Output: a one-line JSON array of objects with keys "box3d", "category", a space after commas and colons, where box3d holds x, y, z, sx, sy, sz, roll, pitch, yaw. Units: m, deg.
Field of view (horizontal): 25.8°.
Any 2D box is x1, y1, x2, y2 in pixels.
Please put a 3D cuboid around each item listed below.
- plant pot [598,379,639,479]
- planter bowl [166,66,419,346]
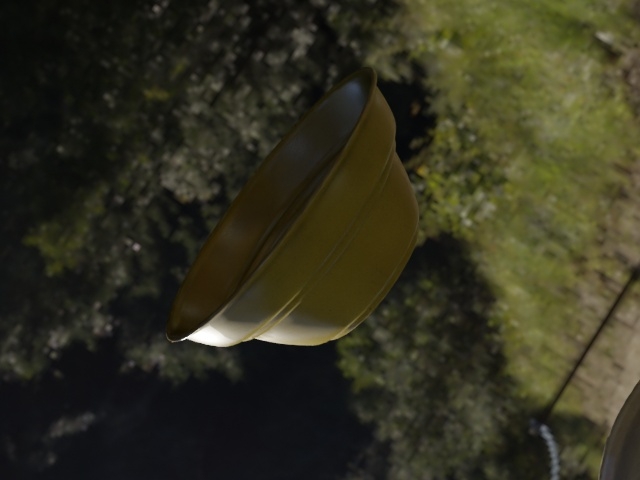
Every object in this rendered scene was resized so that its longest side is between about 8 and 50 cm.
[{"box3d": [0.374, 0.210, 0.977, 0.333, 0.334, 0.305, 32, -178, 7], "category": "plant pot"}, {"box3d": [0.000, 0.000, 0.903, 0.090, 0.217, 0.217, 36, 173, -13], "category": "planter bowl"}]
